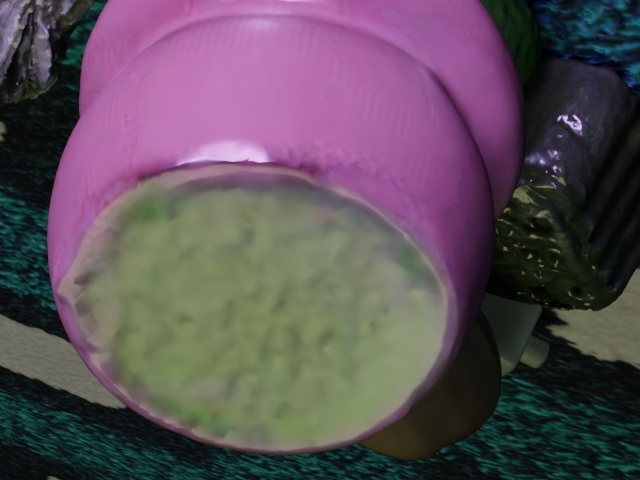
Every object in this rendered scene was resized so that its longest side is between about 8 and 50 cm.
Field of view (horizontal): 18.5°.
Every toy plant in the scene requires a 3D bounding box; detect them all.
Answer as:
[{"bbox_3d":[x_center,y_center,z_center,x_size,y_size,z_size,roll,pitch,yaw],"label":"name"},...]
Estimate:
[{"bbox_3d":[-0.027,-0.086,0.935,0.317,0.356,0.210,28,134,-14],"label":"toy plant"}]

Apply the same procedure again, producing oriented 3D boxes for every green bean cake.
[{"bbox_3d":[0.104,-0.037,1.184,0.181,0.094,0.173,15,158,25],"label":"green bean cake"}]

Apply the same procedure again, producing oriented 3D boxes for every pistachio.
[{"bbox_3d":[0.013,0.043,1.204,0.226,0.136,0.136,42,156,-9],"label":"pistachio"}]

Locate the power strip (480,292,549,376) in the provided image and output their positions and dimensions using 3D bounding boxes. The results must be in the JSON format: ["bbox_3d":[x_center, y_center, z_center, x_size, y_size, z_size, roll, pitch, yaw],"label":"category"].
[{"bbox_3d":[-0.005,0.005,1.447,0.385,0.062,0.091,27,161,-4],"label":"power strip"}]

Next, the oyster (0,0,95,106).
[{"bbox_3d":[-0.222,-0.173,1.232,0.267,0.112,0.198,20,139,35],"label":"oyster"}]
